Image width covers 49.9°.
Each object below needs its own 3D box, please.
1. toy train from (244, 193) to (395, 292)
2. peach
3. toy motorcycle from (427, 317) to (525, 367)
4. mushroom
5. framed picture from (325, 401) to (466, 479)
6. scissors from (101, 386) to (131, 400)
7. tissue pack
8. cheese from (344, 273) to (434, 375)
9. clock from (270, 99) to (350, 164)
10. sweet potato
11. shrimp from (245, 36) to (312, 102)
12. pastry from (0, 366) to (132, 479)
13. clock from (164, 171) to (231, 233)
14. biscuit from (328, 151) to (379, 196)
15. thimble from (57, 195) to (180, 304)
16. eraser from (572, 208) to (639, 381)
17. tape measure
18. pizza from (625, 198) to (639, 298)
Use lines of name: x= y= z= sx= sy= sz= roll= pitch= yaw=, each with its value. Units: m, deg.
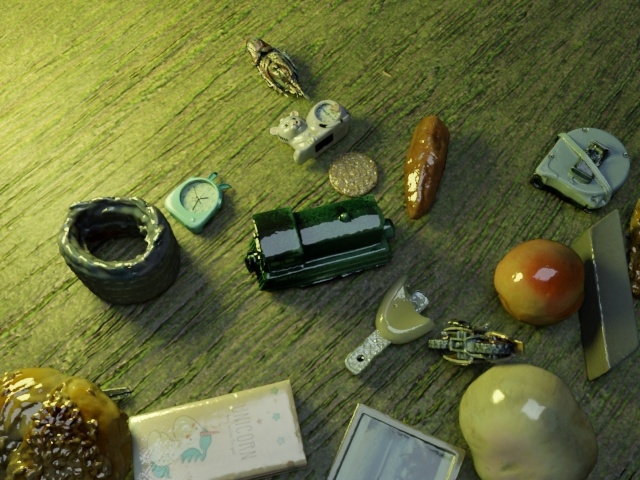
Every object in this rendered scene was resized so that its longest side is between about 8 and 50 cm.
toy train: x=0.000 y=0.000 z=1.441 sx=0.331 sy=0.178 sz=0.138 roll=-14 pitch=67 yaw=-4
peach: x=0.446 y=0.088 z=1.401 sx=0.184 sy=0.184 sz=0.184 roll=0 pitch=67 yaw=0
toy motorcycle: x=0.313 y=0.202 z=1.344 sx=0.130 sy=0.229 sz=0.093 roll=7 pitch=82 yaw=-22
mushroom: x=0.387 y=0.343 z=1.281 sx=0.254 sy=0.260 sz=0.234 roll=29 pitch=33 yaw=17
framed picture: x=0.116 y=0.499 z=1.310 sx=0.232 sy=0.024 sz=0.314 roll=22 pitch=68 yaw=11
scissors: x=-0.539 y=0.334 z=1.385 sx=0.318 sy=0.024 sz=0.160 roll=-9 pitch=66 yaw=-2
tissue pack: x=-0.199 y=0.391 z=1.333 sx=0.326 sy=0.071 sz=0.170 roll=-13 pitch=65 yaw=-5
cheese: x=0.139 y=0.186 z=1.428 sx=0.235 sy=0.049 sz=0.127 roll=-40 pitch=73 yaw=-16
clock: x=-0.020 y=-0.270 z=1.608 sx=0.176 sy=0.080 sz=0.117 roll=-36 pitch=71 yaw=-12
sweet potato: x=0.238 y=-0.162 z=1.556 sx=0.097 sy=0.097 sz=0.251 roll=9 pitch=71 yaw=4
shrimp: x=-0.097 y=-0.410 z=1.672 sx=0.090 sy=0.079 sz=0.233 roll=-44 pitch=78 yaw=-11
pastry: x=-0.502 y=0.379 z=1.241 sx=0.316 sy=0.184 sz=0.284 roll=26 pitch=95 yaw=6
clock: x=-0.269 y=-0.096 z=1.555 sx=0.108 sy=0.045 sz=0.147 roll=39 pitch=72 yaw=14
biscuit: x=0.077 y=-0.153 z=1.592 sx=0.120 sy=0.015 sz=0.120 roll=0 pitch=66 yaw=1
thimble: x=-0.419 y=0.012 z=1.444 sx=0.237 sy=0.172 sz=0.205 roll=22 pitch=66 yaw=11
eraser: x=0.587 y=0.110 z=1.425 sx=0.078 sy=0.111 sz=0.352 roll=3 pitch=67 yaw=-1
tape measure: x=0.593 y=-0.164 z=1.546 sx=0.182 sy=0.107 sz=0.181 roll=29 pitch=77 yaw=15
pizza: x=0.758 y=0.060 z=1.456 sx=0.226 sy=0.086 sz=0.335 roll=-31 pitch=73 yaw=-7
